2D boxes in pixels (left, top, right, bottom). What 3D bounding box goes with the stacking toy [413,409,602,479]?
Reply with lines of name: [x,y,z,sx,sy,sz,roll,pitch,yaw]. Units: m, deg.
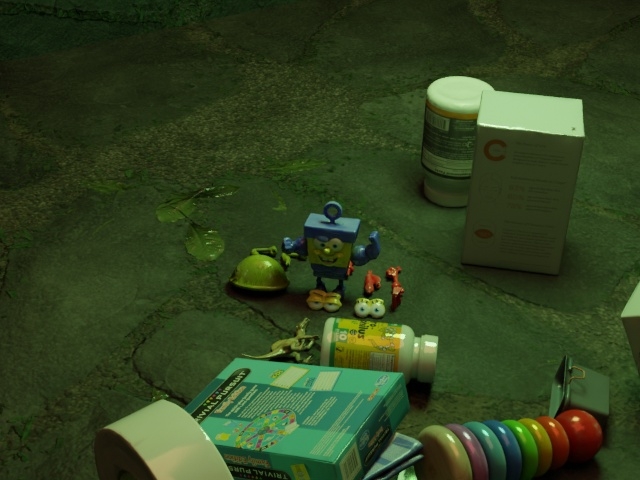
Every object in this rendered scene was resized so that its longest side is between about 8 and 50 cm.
stacking toy: [0.323,0.343,1.700,0.330,0.141,0.141,-9,35,-27]

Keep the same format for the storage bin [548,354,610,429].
storage bin: [0.467,0.277,1.838,0.091,0.098,0.135,17,36,4]

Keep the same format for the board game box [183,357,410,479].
board game box: [-0.059,0.300,1.684,0.336,0.079,0.254,1,25,31]

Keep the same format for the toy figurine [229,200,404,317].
toy figurine: [0.000,0.000,2.110,0.363,0.217,0.191,9,35,10]

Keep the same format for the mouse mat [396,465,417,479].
mouse mat: [0.183,0.441,1.656,0.153,0.007,0.189,10,35,13]

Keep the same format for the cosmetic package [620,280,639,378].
cosmetic package: [0.743,0.169,1.774,0.385,0.217,0.156,-9,24,37]

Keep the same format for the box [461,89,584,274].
box: [0.426,-0.122,2.189,0.215,0.345,0.168,7,35,8]

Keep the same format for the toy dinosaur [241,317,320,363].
toy dinosaur: [-0.061,0.208,1.966,0.093,0.053,0.183,8,24,37]

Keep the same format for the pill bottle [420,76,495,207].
pill bottle: [0.317,-0.227,2.398,0.162,0.278,0.162,1,35,0]

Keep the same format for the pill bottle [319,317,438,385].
pill bottle: [0.109,0.209,1.895,0.208,0.117,0.117,6,35,7]

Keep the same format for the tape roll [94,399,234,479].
tape roll: [-0.215,0.380,1.489,0.100,0.286,0.286,-23,41,-32]

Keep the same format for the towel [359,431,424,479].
towel: [0.009,0.342,1.696,0.209,0.034,0.285,-23,22,-30]
